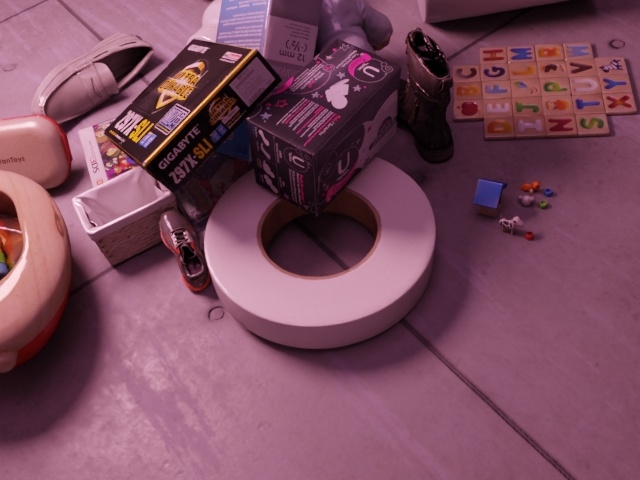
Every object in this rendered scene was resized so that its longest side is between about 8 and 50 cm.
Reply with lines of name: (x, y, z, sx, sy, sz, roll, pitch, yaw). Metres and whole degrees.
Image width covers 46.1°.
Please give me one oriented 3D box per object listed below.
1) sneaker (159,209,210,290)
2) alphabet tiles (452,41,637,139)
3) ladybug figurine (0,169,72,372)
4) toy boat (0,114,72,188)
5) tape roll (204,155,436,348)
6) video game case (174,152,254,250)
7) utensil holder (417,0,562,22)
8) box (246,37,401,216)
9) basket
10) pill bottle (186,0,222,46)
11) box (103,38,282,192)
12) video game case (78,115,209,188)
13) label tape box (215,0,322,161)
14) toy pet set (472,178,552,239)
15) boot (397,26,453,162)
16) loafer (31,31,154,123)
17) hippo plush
sneaker: (-0.232, 0.007, 1.298, 0.061, 0.065, 0.158, -25, 73, -15)
alphabet tiles: (0.437, -0.303, 1.498, 0.342, 0.011, 0.285, -1, 50, 11)
ladybug figurine: (-0.565, 0.061, 1.284, 0.305, 0.162, 0.449, -22, 49, -8)
toy boat: (-0.615, -0.182, 1.540, 0.231, 0.151, 0.151, -6, 19, 5)
tape roll: (0.000, 0.000, 1.267, 0.392, 0.072, 0.392, -3, 50, 3)
video game case: (-0.180, -0.089, 1.428, 0.183, 0.023, 0.201, -26, 50, -11)
utensil holder: (0.389, -0.649, 1.606, 0.385, 0.328, 0.328, -10, 49, 7)
box: (0.013, -0.191, 1.272, 0.142, 0.163, 0.247, 31, 60, 23)
basket: (-0.347, -0.047, 1.373, 0.167, 0.103, 0.113, -28, 50, -13)
pill bottle: (-0.148, -0.484, 1.659, 0.176, 0.176, 0.318, 22, 58, 27)
box: (-0.235, -0.230, 1.309, 0.257, 0.079, 0.322, -49, 31, -5)
video game case: (-0.365, -0.191, 1.540, 0.232, 0.042, 0.210, -21, 50, -7)
label tape box: (-0.116, -0.332, 1.437, 0.115, 0.348, 0.249, 3, 10, -29)
toy pet set: (0.329, -0.077, 1.289, 0.114, 0.065, 0.122, 16, 54, 23)
boot: (0.185, -0.295, 1.395, 0.091, 0.229, 0.263, -23, 50, -8)
loafer: (-0.501, -0.360, 1.667, 0.111, 0.112, 0.319, 16, 54, 33)
hippo plush: (0.063, -0.368, 1.474, 0.234, 0.294, 0.236, 5, 49, -29)
